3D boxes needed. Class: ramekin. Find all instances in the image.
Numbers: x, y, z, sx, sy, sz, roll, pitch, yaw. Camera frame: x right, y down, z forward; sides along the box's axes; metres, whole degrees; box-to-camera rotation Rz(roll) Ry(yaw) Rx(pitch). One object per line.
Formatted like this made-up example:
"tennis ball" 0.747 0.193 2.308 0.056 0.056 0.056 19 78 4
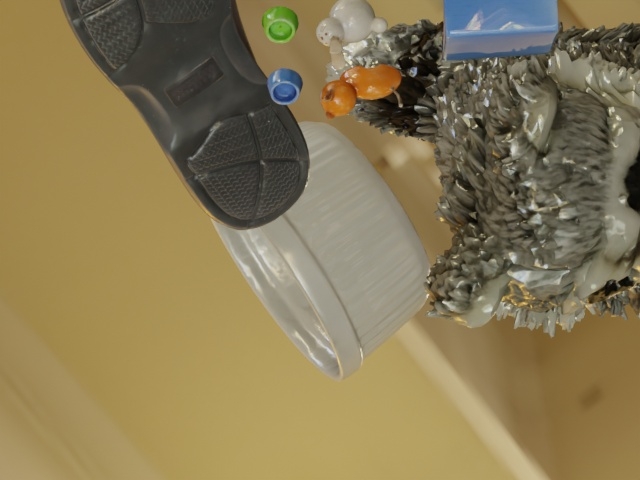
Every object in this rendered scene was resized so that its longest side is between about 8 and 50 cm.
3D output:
"ramekin" 0.000 0.000 1.556 0.207 0.109 0.207 52 168 16

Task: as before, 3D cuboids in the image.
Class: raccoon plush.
"raccoon plush" 0.088 -0.045 1.264 0.299 0.446 0.216 -5 -84 -45

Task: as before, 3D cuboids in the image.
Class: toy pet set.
"toy pet set" 0.032 -0.089 0.741 0.065 0.114 0.122 -91 -2 -50

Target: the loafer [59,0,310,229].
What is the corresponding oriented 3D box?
"loafer" -0.099 -0.138 1.166 0.095 0.109 0.302 51 168 52
